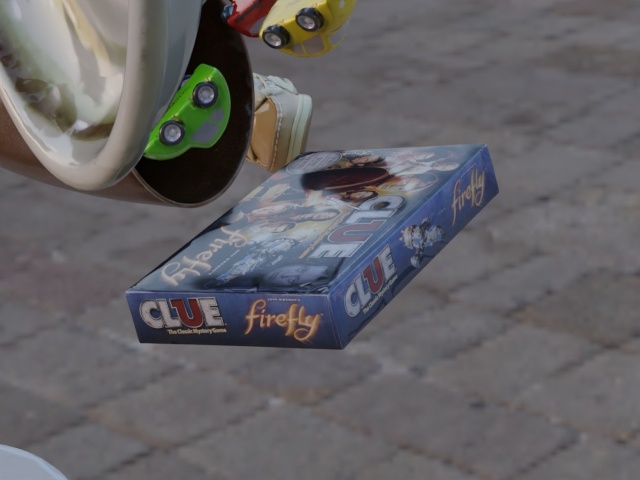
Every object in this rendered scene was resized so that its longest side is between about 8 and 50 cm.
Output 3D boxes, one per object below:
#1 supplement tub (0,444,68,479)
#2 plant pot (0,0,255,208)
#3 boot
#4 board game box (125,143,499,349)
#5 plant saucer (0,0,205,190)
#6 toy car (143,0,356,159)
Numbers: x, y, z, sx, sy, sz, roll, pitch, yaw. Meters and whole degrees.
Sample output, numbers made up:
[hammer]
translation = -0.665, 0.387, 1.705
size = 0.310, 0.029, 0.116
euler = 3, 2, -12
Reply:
[supplement tub]
translation = -0.285, 0.355, 1.508
size = 0.241, 0.331, 0.241
euler = 1, 43, -1
[plant pot]
translation = -0.215, -0.131, 1.653
size = 0.230, 0.215, 0.215
euler = -3, 17, 34
[boot]
translation = -0.118, -0.138, 1.860
size = 0.203, 0.095, 0.262
euler = 12, 16, -13
[board game box]
translation = 0.000, 0.000, 1.248
size = 0.165, 0.042, 0.243
euler = -1, 25, 32
[plant saucer]
translation = -0.145, -0.235, 1.100
size = 0.100, 0.401, 0.400
euler = -14, 22, -24
[toy car]
translation = -0.069, -0.147, 1.519
size = 0.225, 0.053, 0.239
euler = -49, 23, -4
